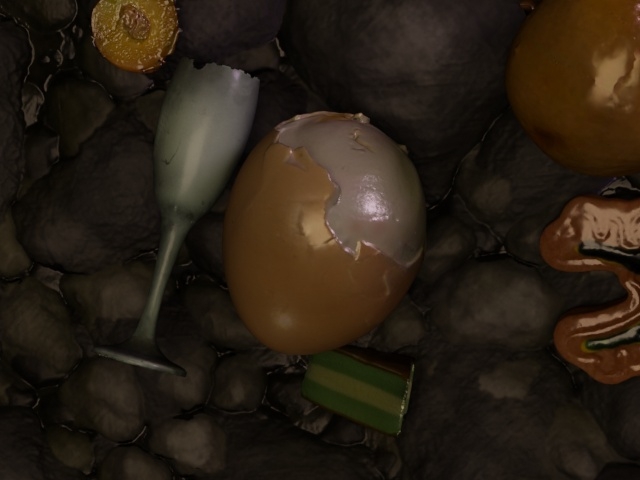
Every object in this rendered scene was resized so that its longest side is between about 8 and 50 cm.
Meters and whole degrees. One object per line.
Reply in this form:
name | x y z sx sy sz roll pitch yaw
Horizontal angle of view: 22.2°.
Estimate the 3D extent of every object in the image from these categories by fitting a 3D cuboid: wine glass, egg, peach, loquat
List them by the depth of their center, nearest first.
loquat | 0.272 -0.159 1.512 0.208 0.208 0.208 2 103 9
egg | 0.000 0.000 1.591 0.201 0.201 0.244 26 113 4
peach | -0.187 -0.219 1.647 0.098 0.061 0.098 -4 106 -13
wine glass | -0.208 -0.040 1.670 0.264 0.096 0.309 12 85 35

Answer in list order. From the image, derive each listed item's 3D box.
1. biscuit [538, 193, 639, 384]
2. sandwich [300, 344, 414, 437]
biscuit | 0.388 0.038 1.610 0.334 0.047 0.202 -5 101 10
sandwich | 0.034 0.151 1.681 0.116 0.074 0.074 10 103 7
